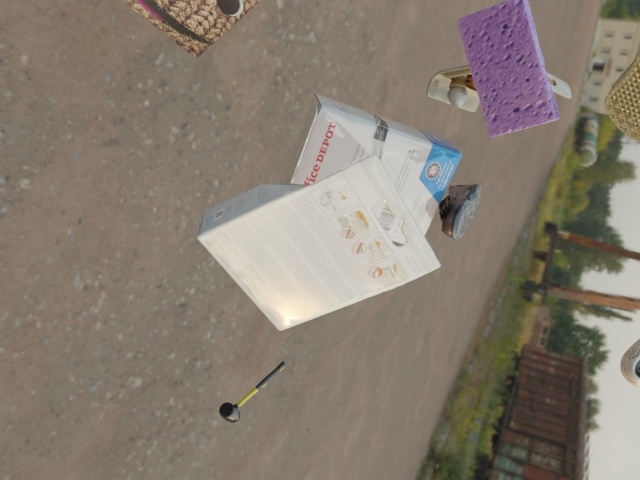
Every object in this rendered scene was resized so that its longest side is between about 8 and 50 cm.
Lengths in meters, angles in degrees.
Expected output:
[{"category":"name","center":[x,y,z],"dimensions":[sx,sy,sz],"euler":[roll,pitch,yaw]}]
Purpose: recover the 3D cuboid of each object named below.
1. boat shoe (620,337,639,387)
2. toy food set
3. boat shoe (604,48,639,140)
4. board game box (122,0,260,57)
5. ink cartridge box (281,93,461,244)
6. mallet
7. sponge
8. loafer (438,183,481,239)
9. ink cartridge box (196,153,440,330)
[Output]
[{"category":"boat shoe","center":[0.606,0.133,1.042],"dimensions":[0.277,0.098,0.096],"euler":[-53,158,5]},{"category":"toy food set","center":[0.460,-0.387,1.664],"dimensions":[0.220,0.306,0.092],"euler":[7,89,-40]},{"category":"boat shoe","center":[0.644,-0.307,1.069],"dimensions":[0.156,0.187,0.500],"euler":[-37,172,-1]},{"category":"board game box","center":[-0.195,-0.472,1.025],"dimensions":[0.232,0.291,0.141],"euler":[34,57,-27]},{"category":"ink cartridge box","center":[0.122,-0.183,1.695],"dimensions":[0.166,0.395,0.285],"euler":[-104,-146,-64]},{"category":"mallet","center":[-0.153,0.355,1.499],"dimensions":[0.190,0.039,0.062],"euler":[-37,152,-20]},{"category":"sponge","center":[0.313,-0.287,1.070],"dimensions":[0.031,0.117,0.210],"euler":[-27,101,-51]},{"category":"loafer","center":[0.363,-0.084,1.744],"dimensions":[0.302,0.095,0.109],"euler":[-42,140,-57]},{"category":"ink cartridge box","center":[0.000,0.000,1.272],"dimensions":[0.308,0.385,0.091],"euler":[54,21,-33]}]
